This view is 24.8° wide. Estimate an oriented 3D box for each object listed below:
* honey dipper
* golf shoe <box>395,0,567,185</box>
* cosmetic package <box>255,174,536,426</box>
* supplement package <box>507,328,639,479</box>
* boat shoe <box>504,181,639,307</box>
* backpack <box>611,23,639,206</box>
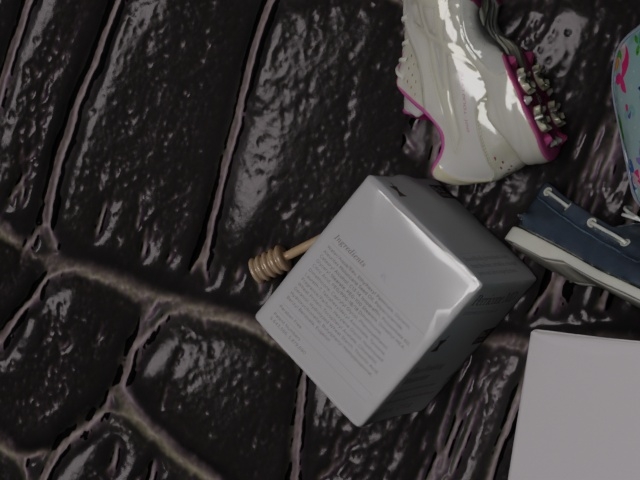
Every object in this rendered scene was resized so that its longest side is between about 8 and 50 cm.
[{"bbox_3d":[0.000,0.000,1.478,0.160,0.030,0.030,-25,79,22],"label":"honey dipper"},{"bbox_3d":[0.114,-0.194,1.374,0.140,0.115,0.306,-28,77,28],"label":"golf shoe"},{"bbox_3d":[0.072,0.054,1.371,0.151,0.151,0.184,46,110,19],"label":"cosmetic package"},{"bbox_3d":[0.261,0.233,1.167,0.175,0.177,0.293,4,81,38],"label":"supplement package"},{"bbox_3d":[0.275,0.015,1.282,0.254,0.095,0.079,27,87,51],"label":"boat shoe"},{"bbox_3d":[0.346,-0.105,1.174,0.191,0.253,0.225,-10,87,-12],"label":"backpack"}]
